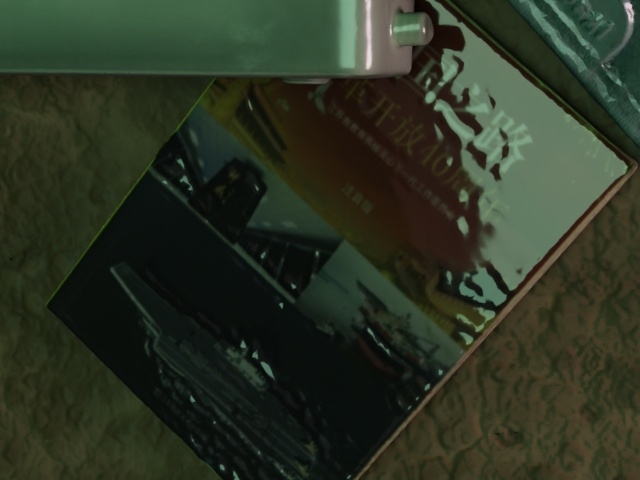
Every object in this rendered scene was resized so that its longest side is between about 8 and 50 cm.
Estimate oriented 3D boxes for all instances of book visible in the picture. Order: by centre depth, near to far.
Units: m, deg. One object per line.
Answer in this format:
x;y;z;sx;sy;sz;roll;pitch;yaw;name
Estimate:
0.000;0.000;1.084;0.262;0.028;0.374;43;110;11;book

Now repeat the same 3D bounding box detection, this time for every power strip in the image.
-0.106;-0.138;1.049;0.385;0.091;0.062;3;96;24;power strip

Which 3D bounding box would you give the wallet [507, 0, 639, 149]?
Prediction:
0.196;-0.220;0.920;0.237;0.075;0.342;-41;94;26;wallet
